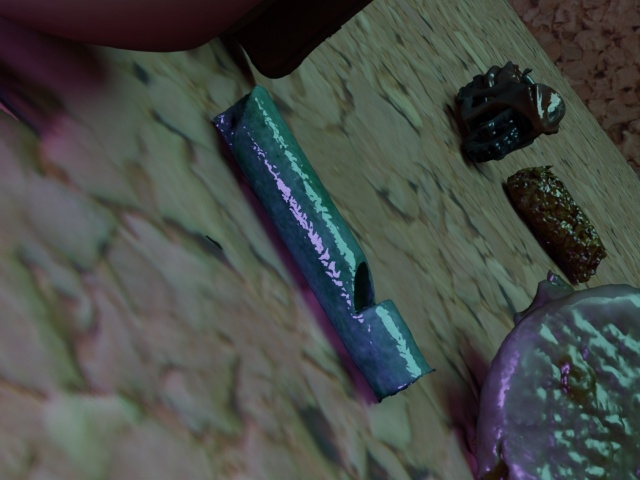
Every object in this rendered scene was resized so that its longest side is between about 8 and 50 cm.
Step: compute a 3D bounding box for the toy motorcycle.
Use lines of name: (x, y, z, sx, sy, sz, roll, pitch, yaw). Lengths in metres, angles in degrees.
toy motorcycle: (0.220, -0.157, 1.021, 0.084, 0.118, 0.212, 56, 21, -24)

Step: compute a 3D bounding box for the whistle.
whistle: (0.000, 0.000, 0.485, 0.186, 0.039, 0.039, 59, 23, 9)

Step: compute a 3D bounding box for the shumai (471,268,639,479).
shumai: (0.176, 0.118, 0.587, 0.201, 0.201, 0.120, 54, -18, -5)

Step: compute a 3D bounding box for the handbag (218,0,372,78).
handbag: (-0.006, -0.277, 0.561, 0.084, 0.260, 0.275, 20, 40, -51)

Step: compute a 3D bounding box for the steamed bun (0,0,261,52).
steamed bun: (-0.075, -0.199, 0.321, 0.309, 0.309, 0.309, 43, 26, -27)

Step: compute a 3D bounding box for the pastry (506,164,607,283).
pastry: (0.294, -0.022, 1.056, 0.169, 0.063, 0.087, 46, 22, -19)
